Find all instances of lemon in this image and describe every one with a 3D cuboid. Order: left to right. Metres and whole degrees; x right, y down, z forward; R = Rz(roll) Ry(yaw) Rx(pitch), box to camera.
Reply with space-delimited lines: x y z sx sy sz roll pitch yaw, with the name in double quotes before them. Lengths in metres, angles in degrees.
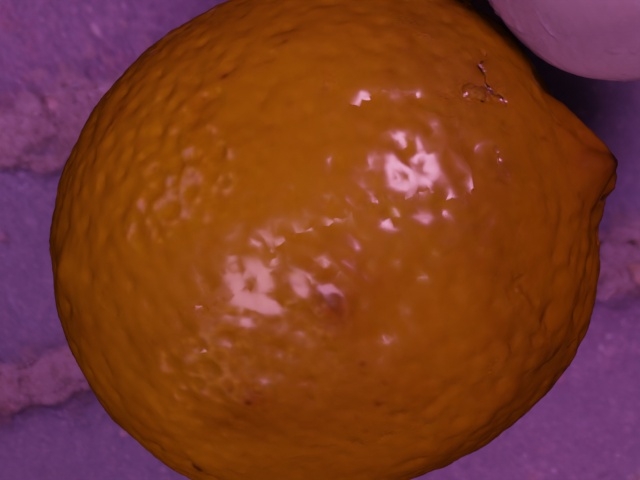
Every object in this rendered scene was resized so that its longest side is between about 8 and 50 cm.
"lemon" 0.001 -0.001 1.188 0.336 0.336 0.336 10 122 16

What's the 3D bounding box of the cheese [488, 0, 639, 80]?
"cheese" 0.170 -0.184 1.107 0.198 0.154 0.189 -15 118 28
